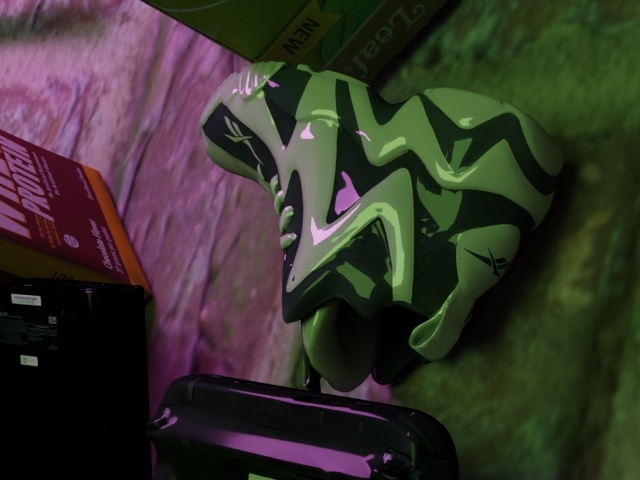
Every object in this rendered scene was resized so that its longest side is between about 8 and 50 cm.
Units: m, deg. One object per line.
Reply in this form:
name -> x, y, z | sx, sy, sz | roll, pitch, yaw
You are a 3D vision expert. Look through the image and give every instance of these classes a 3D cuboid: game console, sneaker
game console -> -0.068, 0.133, 0.749 | 0.361, 0.044, 0.213 | 3, 96, 49
sneaker -> 0.000, 0.000, 0.755 | 0.235, 0.094, 0.153 | 14, 73, 39

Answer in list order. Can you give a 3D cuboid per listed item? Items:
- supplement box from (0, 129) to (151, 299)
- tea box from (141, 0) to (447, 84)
supplement box -> -0.250, 0.032, 0.932 | 0.194, 0.191, 0.129 | -49, 43, 19
tea box -> -0.025, -0.299, 0.752 | 0.329, 0.323, 0.220 | -47, 43, 21
